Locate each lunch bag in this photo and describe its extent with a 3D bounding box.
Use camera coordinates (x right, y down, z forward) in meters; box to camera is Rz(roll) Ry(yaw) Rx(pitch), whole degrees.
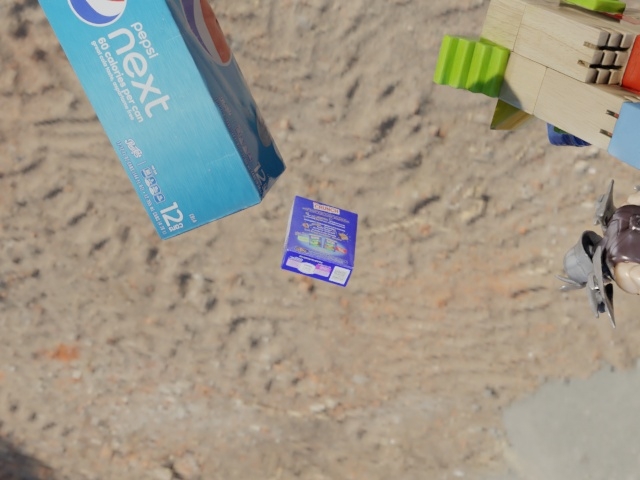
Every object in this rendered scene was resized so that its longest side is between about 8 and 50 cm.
[{"bbox_3d":[0.335,-0.155,1.336,0.065,0.098,0.067,15,121,56],"label":"lunch bag"}]

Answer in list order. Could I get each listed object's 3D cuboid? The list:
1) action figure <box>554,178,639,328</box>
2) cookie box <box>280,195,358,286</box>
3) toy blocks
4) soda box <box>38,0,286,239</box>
[{"bbox_3d":[0.325,0.000,0.874,0.285,0.185,0.099,-16,133,28],"label":"action figure"},{"bbox_3d":[0.000,0.000,1.414,0.091,0.107,0.040,16,133,-8],"label":"cookie box"},{"bbox_3d":[0.343,-0.152,1.054,0.381,0.191,0.261,-4,-153,-36],"label":"toy blocks"},{"bbox_3d":[-0.099,-0.113,0.627,0.071,0.067,0.210,-20,106,19],"label":"soda box"}]
